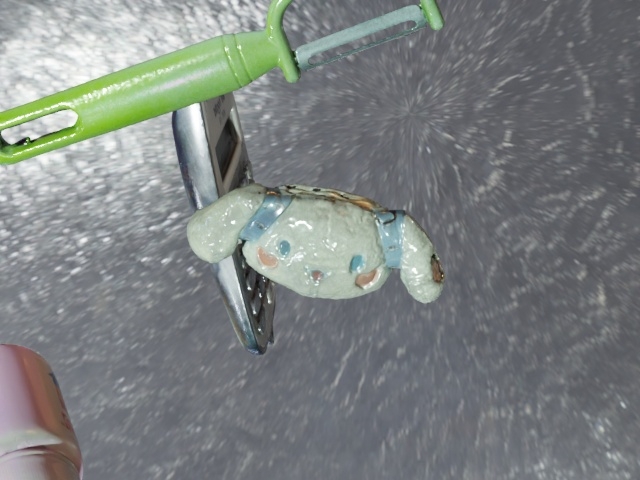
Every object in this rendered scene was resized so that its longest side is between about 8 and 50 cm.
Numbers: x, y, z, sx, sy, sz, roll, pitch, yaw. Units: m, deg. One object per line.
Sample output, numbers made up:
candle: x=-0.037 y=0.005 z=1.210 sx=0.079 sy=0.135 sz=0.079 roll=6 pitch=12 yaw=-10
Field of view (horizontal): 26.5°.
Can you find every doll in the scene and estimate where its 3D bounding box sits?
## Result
doll: x=0.000 y=0.000 z=1.093 sx=0.214 sy=0.072 sz=0.104 roll=14 pitch=130 yaw=-4

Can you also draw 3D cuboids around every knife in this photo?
knife: x=-0.055 y=-0.079 z=0.580 sx=0.212 sy=0.015 sz=0.054 roll=-18 pitch=117 yaw=10

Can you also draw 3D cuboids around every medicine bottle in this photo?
medicine bottle: x=-0.361 y=0.251 z=1.598 sx=0.152 sy=0.254 sz=0.152 roll=-12 pitch=129 yaw=-16

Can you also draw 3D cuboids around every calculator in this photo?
calculator: x=-0.076 y=-0.026 z=1.200 sx=0.040 sy=0.177 sz=0.268 roll=-13 pitch=110 yaw=9
